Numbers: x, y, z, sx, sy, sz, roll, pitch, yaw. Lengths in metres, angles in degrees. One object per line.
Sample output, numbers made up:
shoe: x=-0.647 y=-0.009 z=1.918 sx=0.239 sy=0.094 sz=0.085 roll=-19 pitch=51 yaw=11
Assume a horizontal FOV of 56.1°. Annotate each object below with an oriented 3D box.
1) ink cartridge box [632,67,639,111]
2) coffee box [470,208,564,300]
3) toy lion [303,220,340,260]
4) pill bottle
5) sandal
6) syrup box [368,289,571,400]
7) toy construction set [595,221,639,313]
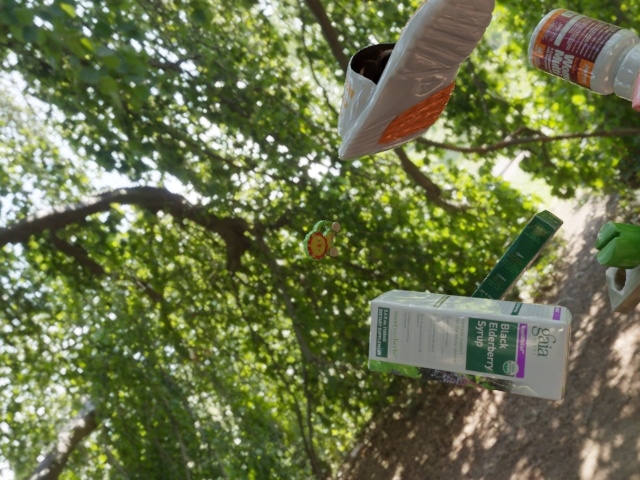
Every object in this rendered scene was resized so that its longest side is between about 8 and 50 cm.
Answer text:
ink cartridge box: x=0.408 y=-0.187 z=0.565 sx=0.198 sy=0.067 sz=0.115 roll=-2 pitch=71 yaw=70
coffee box: x=0.313 y=0.036 z=0.963 sx=0.113 sy=0.040 sz=0.184 roll=-16 pitch=-39 yaw=-59
toy lion: x=0.000 y=0.000 z=1.460 sx=0.096 sy=0.100 sz=0.034 roll=9 pitch=-6 yaw=-39
pill bottle: x=0.517 y=-0.349 z=1.133 sx=0.121 sy=0.221 sz=0.121 roll=-25 pitch=-44 yaw=-27
sandal: x=0.077 y=-0.164 z=0.563 sx=0.102 sy=0.076 sz=0.265 roll=-17 pitch=-16 yaw=-20
syrup box: x=0.188 y=0.126 z=0.762 sx=0.096 sy=0.237 sz=0.093 roll=-12 pitch=-75 yaw=-65
toy construction set: x=0.321 y=0.058 z=0.387 sx=0.309 sy=0.237 sz=0.257 roll=100 pitch=-174 yaw=-80
